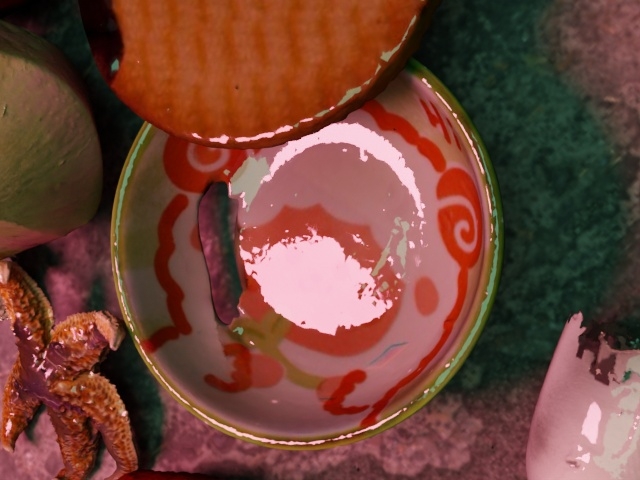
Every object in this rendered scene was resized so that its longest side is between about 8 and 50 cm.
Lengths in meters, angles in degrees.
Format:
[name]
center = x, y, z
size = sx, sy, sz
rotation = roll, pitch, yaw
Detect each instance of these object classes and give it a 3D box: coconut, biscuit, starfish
[coconut]
center = -0.286, -0.077, 0.859
size = 0.236, 0.236, 0.204
rotation = 33, 112, 13
[biscuit]
center = -0.048, -0.223, 0.787
size = 0.318, 0.040, 0.318
rotation = -3, 84, 23
[starfish]
center = -0.225, 0.116, 0.910
size = 0.216, 0.071, 0.238
rotation = -13, 116, 30

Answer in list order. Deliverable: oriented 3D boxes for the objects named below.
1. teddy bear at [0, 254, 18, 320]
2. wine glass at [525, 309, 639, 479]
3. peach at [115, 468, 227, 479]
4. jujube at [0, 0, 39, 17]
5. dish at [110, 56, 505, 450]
[teddy bear]
center = -0.368, 0.038, 0.971
size = 0.213, 0.111, 0.133
rotation = -3, 113, -7
[wine glass]
center = 0.209, 0.215, 0.772
size = 0.143, 0.143, 0.321
rotation = 14, 93, 16
[peach]
center = -0.078, 0.285, 0.847
size = 0.267, 0.159, 0.154
rotation = 27, 100, 25
[jujube]
center = -0.308, -0.269, 0.893
size = 0.255, 0.190, 0.190
rotation = -28, 83, 26
[dish]
center = 0.000, 0.000, 0.839
size = 0.324, 0.124, 0.324
rotation = -1, 86, 23
